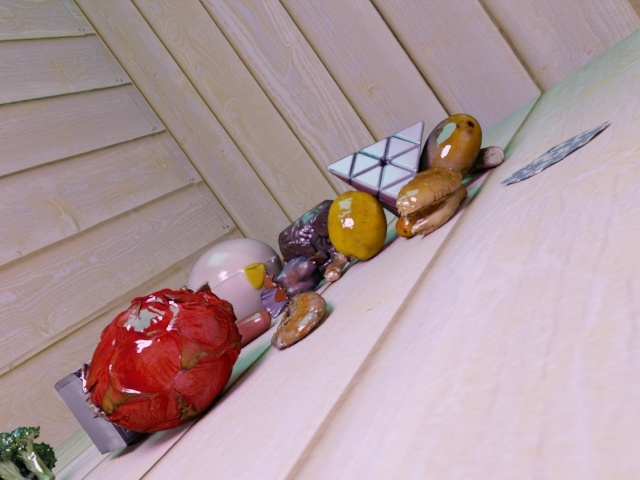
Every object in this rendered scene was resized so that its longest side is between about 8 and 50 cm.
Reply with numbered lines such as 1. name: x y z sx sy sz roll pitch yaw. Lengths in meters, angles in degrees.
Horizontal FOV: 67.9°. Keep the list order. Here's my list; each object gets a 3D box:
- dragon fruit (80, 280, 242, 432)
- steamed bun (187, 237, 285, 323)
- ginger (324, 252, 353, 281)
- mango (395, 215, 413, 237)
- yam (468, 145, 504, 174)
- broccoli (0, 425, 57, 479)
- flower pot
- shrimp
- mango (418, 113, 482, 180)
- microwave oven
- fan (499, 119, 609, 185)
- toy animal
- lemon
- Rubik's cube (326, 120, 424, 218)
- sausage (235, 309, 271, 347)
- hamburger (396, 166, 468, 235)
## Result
1. dragon fruit: -0.316 0.238 0.979 0.343 0.277 0.277 -57 11 -21
2. steamed bun: -0.287 0.146 1.657 0.333 0.334 0.374 -35 -1 17
3. ginger: 0.103 0.028 1.434 0.288 0.075 0.089 -42 1 -31
4. mango: 0.228 -0.044 1.214 0.080 0.060 0.114 -49 0 18
5. yam: 0.467 -0.238 1.462 0.071 0.067 0.317 -25 3 -5
6. broccoli: -0.766 0.604 1.158 0.241 0.262 0.269 5 18 12
7. flower pot: 0.000 0.000 1.655 0.301 0.213 0.302 -37 3 2
8. shrimp: -0.055 0.171 1.095 0.154 0.062 0.294 -42 4 -1
9. mango: 0.349 -0.216 1.377 0.316 0.146 0.193 -61 6 29
10. microwave oven: -0.447 0.338 1.189 0.181 0.238 0.295 -33 2 40
11. fan: 0.460 -0.166 0.961 0.240 0.009 0.131 -33 4 42
12. toy animal: -0.083 0.125 1.438 0.185 0.122 0.298 -30 -18 -43
13. lemon: 0.103 -0.046 1.333 0.169 0.208 0.170 -1 -17 0
14. Rubik's cube: 0.198 -0.176 1.355 0.228 0.228 0.233 -19 -9 -42
15. sausage: -0.223 0.266 1.383 0.194 0.077 0.077 -36 3 7
16. hamburger: 0.273 -0.111 1.137 0.131 0.124 0.262 -32 6 38
